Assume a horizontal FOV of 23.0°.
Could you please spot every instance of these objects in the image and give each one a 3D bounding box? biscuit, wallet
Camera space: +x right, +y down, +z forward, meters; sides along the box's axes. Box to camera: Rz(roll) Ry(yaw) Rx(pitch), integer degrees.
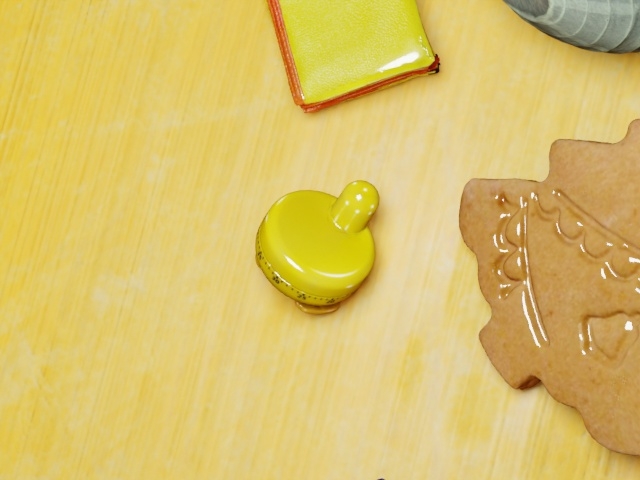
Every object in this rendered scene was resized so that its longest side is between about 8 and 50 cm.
[{"bbox_3d":[0.251,0.011,1.304,0.306,0.043,0.284,-45,64,26],"label":"biscuit"},{"bbox_3d":[0.011,-0.241,1.430,0.141,0.067,0.241,-19,76,10],"label":"wallet"}]

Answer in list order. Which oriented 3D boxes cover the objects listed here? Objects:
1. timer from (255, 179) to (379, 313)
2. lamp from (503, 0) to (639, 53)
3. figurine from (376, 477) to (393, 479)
[{"bbox_3d":[0.000,0.000,1.372,0.107,0.109,0.107,14,50,-17],"label":"timer"},{"bbox_3d":[0.237,-0.287,1.319,0.265,0.233,0.233,41,90,27],"label":"lamp"},{"bbox_3d":[0.149,0.291,1.290,0.194,0.133,0.274,-35,87,-28],"label":"figurine"}]
